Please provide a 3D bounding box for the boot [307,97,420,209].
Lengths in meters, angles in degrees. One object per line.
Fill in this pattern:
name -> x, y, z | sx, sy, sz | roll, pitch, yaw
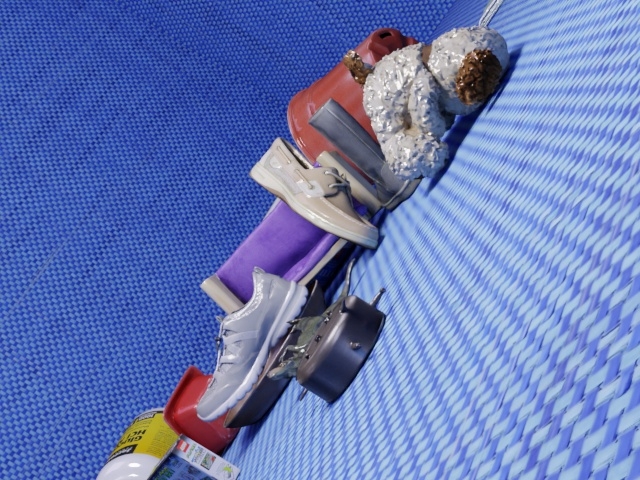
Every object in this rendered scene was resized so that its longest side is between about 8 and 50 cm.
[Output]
boot -> 0.067, -0.146, 1.770 | 0.076, 0.208, 0.189 | -58, 4, -15

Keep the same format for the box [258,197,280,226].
box -> -0.024, -0.032, 2.210 | 0.182, 0.181, 0.119 | -56, 5, 24

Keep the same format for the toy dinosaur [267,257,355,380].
toy dinosaur -> -0.017, 0.148, 1.627 | 0.118, 0.064, 0.268 | -44, 10, 46

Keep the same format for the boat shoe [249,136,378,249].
boat shoe -> -0.001, -0.084, 1.784 | 0.109, 0.302, 0.098 | 25, -81, -50

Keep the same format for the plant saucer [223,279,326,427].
plant saucer -> -0.073, 0.212, 1.863 | 0.310, 0.050, 0.310 | -57, 5, 7

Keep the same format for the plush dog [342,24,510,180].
plush dog -> 0.178, -0.244, 1.561 | 0.225, 0.210, 0.262 | -27, 19, 23

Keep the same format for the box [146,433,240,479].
box -> -0.214, 0.391, 1.721 | 0.036, 0.114, 0.207 | -60, 5, -33

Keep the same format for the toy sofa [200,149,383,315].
toy sofa -> -0.055, 0.009, 1.933 | 0.362, 0.150, 0.177 | -47, -4, 17

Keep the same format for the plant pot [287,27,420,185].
plant pot -> 0.113, -0.298, 2.241 | 0.265, 0.272, 0.272 | -43, 13, 41

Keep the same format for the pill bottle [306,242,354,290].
pill bottle -> 0.000, 0.000, 2.082 | 0.221, 0.124, 0.124 | -57, 4, 24

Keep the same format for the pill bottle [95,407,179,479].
pill bottle -> -0.346, 0.484, 2.090 | 0.188, 0.188, 0.334 | -57, 4, 14

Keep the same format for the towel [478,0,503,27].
towel -> 0.377, -0.519, 2.241 | 0.113, 0.023, 0.152 | -55, 4, 24

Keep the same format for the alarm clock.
alarm clock -> 0.013, 0.141, 1.281 | 0.192, 0.064, 0.129 | -58, 2, 42

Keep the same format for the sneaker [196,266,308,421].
sneaker -> -0.138, 0.174, 1.758 | 0.281, 0.115, 0.105 | -58, 4, -8

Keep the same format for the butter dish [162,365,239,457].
butter dish -> -0.202, 0.330, 2.028 | 0.118, 0.160, 0.160 | -27, 21, 33
